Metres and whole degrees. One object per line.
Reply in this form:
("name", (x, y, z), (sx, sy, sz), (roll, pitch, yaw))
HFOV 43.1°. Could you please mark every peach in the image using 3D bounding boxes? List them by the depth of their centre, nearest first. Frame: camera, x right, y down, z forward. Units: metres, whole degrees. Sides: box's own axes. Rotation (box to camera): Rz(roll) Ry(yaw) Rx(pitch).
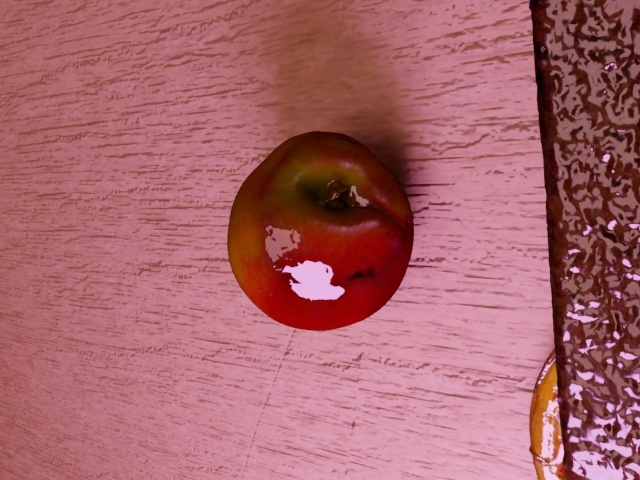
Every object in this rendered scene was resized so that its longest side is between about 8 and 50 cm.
("peach", (0.000, 0.000, 0.791), (0.197, 0.197, 0.197), (16, 115, 38))

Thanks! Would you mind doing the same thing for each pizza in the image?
("pizza", (0.261, 0.195, 0.711), (0.176, 0.036, 0.184), (24, 120, 35))

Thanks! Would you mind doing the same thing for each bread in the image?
("bread", (0.249, -0.014, 0.584), (0.165, 0.113, 0.416), (2, 103, 37))
